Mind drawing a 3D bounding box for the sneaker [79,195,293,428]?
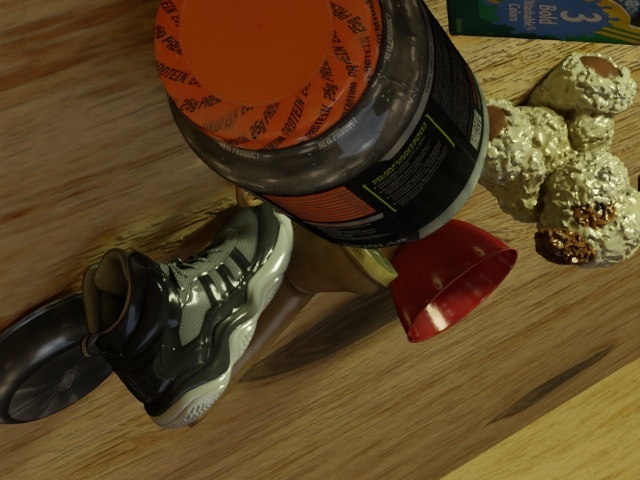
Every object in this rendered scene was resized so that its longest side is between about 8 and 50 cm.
[{"bbox_3d":[-0.129,0.033,1.484,0.101,0.153,0.269,-17,-140,48],"label":"sneaker"}]

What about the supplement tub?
[{"bbox_3d":[0.006,-0.118,1.244,0.207,0.207,0.338,-41,161,6],"label":"supplement tub"}]

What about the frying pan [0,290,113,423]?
[{"bbox_3d":[-0.226,0.116,1.594,0.197,0.053,0.326,-48,156,26],"label":"frying pan"}]

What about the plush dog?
[{"bbox_3d":[0.286,-0.062,1.842,0.262,0.225,0.211,-27,157,-31],"label":"plush dog"}]

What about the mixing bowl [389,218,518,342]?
[{"bbox_3d":[0.155,0.037,2.019,0.181,0.098,0.181,-34,161,-14],"label":"mixing bowl"}]

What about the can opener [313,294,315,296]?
[{"bbox_3d":[0.000,0.000,1.736,0.283,0.076,0.095,-43,-168,11],"label":"can opener"}]

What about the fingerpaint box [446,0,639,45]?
[{"bbox_3d":[0.268,-0.291,1.090,0.371,0.163,0.445,5,162,8],"label":"fingerpaint box"}]

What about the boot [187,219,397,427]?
[{"bbox_3d":[-0.056,0.086,1.579,0.269,0.089,0.236,-46,-165,0],"label":"boot"}]

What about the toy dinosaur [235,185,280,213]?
[{"bbox_3d":[-0.054,-0.079,1.474,0.211,0.064,0.112,-23,130,-47],"label":"toy dinosaur"}]
